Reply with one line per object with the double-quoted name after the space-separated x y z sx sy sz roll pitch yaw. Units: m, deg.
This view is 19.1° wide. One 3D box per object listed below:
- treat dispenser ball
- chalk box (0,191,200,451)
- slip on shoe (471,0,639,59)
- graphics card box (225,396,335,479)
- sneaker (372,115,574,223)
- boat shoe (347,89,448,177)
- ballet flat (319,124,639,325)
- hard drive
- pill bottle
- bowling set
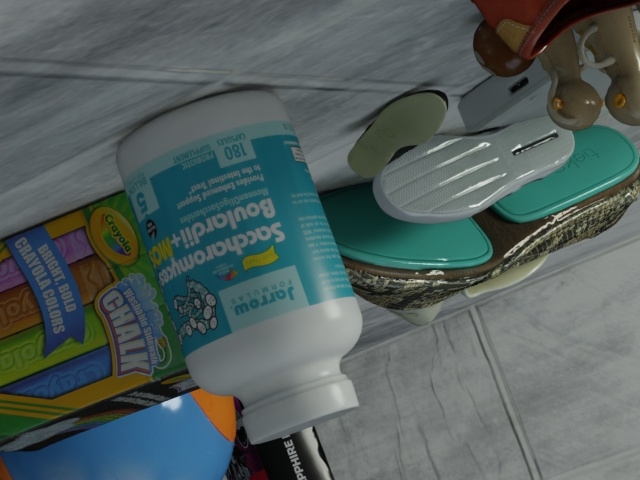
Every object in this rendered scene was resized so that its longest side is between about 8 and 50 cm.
-0.241 0.213 2.199 0.288 0.288 0.288 -20 172 -3 "treat dispenser ball"
-0.190 0.065 1.776 0.289 0.179 0.180 -22 171 6 "chalk box"
0.257 -0.215 1.291 0.331 0.101 0.123 -22 170 2 "slip on shoe"
-0.081 0.250 2.537 0.094 0.370 0.233 -18 172 -17 "graphics card box"
0.156 -0.065 2.023 0.258 0.094 0.091 -16 166 -32 "sneaker"
0.075 -0.106 1.765 0.133 0.049 0.042 -39 -172 46 "boat shoe"
0.168 0.003 2.170 0.483 0.164 0.182 -17 142 -31 "ballet flat"
0.308 -0.181 1.831 0.308 0.040 0.203 -15 170 -30 "hard drive"
-0.056 0.024 1.515 0.146 0.264 0.146 -20 171 -3 "pill bottle"
0.231 -0.142 1.506 0.287 0.154 0.200 -11 167 -45 "bowling set"
